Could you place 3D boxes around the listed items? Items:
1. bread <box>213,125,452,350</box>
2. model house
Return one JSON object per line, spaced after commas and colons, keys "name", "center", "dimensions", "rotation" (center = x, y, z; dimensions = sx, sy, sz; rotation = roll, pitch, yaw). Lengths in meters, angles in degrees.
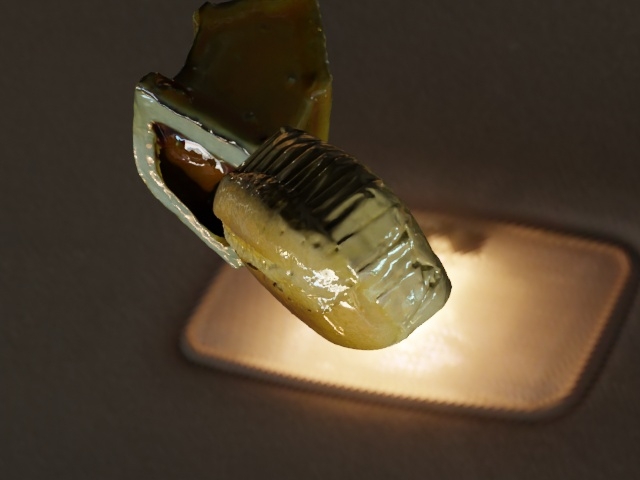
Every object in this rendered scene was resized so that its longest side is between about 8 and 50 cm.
{"name": "bread", "center": [0.000, 0.000, 1.279], "dimensions": [0.106, 0.140, 0.236], "rotation": [-39, -154, -7]}
{"name": "model house", "center": [-0.075, -0.135, 1.770], "dimensions": [0.173, 0.268, 0.239], "rotation": [22, -120, 6]}
